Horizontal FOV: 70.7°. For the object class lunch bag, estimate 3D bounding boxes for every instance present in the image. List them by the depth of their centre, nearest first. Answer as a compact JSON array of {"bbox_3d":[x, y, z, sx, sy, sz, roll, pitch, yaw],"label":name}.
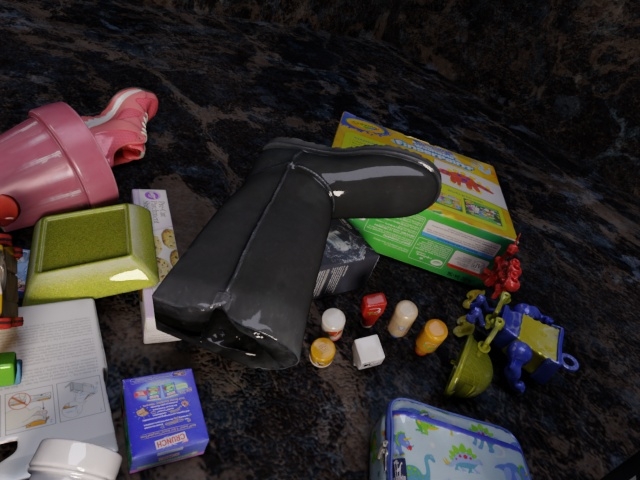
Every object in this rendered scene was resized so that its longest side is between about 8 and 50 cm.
[{"bbox_3d":[0.175,0.318,0.611,0.219,0.090,0.176,20,33,-3],"label":"lunch bag"}]

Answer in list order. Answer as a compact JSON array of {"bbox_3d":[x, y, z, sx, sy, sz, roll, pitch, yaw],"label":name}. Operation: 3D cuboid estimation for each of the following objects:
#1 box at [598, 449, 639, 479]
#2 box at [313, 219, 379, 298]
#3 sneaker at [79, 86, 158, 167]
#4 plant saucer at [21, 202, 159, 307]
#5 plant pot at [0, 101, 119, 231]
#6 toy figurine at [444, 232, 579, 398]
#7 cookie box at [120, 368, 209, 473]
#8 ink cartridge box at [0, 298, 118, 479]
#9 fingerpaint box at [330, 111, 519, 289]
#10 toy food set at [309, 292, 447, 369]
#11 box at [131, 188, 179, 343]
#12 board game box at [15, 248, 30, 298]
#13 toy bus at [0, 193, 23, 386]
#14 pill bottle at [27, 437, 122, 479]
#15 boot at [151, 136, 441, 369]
[{"bbox_3d":[0.361,0.357,0.390,0.318,0.395,0.097,30,35,11],"label":"box"},{"bbox_3d":[0.002,0.024,0.901,0.158,0.093,0.156,-8,45,-36],"label":"box"},{"bbox_3d":[-0.445,-0.238,1.027,0.136,0.116,0.314,31,42,-4],"label":"sneaker"},{"bbox_3d":[-0.360,0.009,0.704,0.188,0.045,0.188,-12,45,-16],"label":"plant saucer"},{"bbox_3d":[-0.480,-0.111,0.769,0.201,0.201,0.180,39,55,23],"label":"plant pot"},{"bbox_3d":[0.381,0.178,0.820,0.217,0.191,0.362,33,38,8],"label":"toy figurine"},{"bbox_3d":[-0.202,0.227,0.578,0.091,0.040,0.107,-2,41,-29],"label":"cookie box"},{"bbox_3d":[-0.396,0.187,0.519,0.275,0.060,0.239,-5,44,-32],"label":"ink cartridge box"},{"bbox_3d":[0.218,-0.115,1.127,0.444,0.163,0.371,19,37,-3],"label":"fingerpaint box"},{"bbox_3d":[0.088,0.167,0.783,0.232,0.104,0.111,-12,58,-12],"label":"toy food set"},{"bbox_3d":[-0.283,0.029,0.775,0.067,0.063,0.324,0,41,-26],"label":"box"},{"bbox_3d":[-0.480,0.047,0.691,0.090,0.020,0.090,8,37,-16],"label":"board game box"},{"bbox_3d":[-0.388,0.051,0.486,0.104,0.202,0.191,-2,36,-28],"label":"toy bus"},{"bbox_3d":[-0.248,0.284,0.391,0.108,0.108,0.193,15,50,-9],"label":"pill bottle"},{"bbox_3d":[-0.002,0.000,0.724,0.367,0.146,0.445,8,38,12],"label":"boot"}]
